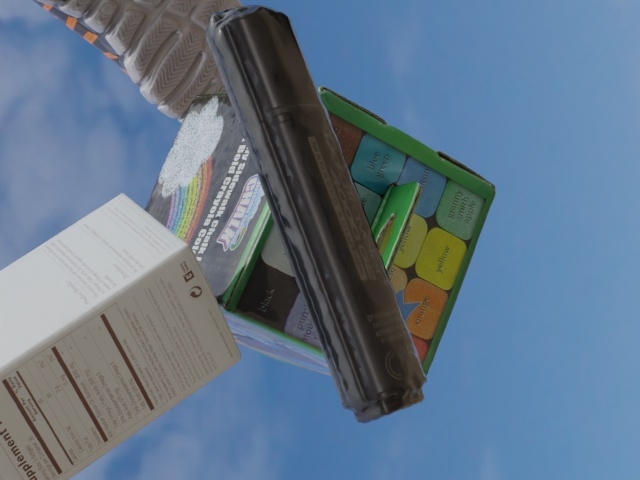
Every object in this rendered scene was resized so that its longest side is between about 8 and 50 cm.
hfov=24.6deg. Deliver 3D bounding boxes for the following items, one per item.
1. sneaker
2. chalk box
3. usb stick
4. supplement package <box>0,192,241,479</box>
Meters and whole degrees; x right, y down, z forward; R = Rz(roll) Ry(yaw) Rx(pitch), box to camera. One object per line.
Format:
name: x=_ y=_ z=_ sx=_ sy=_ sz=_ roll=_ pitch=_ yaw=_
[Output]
sneaker: x=-0.189 y=-0.229 z=1.359 sx=0.124 sy=0.180 sz=0.321 roll=-51 pitch=-55 yaw=-2
chalk box: x=0.000 y=0.000 z=1.122 sx=0.179 sy=0.289 sz=0.180 roll=27 pitch=-99 yaw=-28
usb stick: x=-0.002 y=-0.021 z=0.936 sx=0.077 sy=0.045 sz=0.278 roll=-7 pitch=-106 yaw=-61
supplement package: x=-0.163 y=0.071 z=0.972 sx=0.179 sy=0.105 sz=0.105 roll=-34 pitch=-53 yaw=-16
